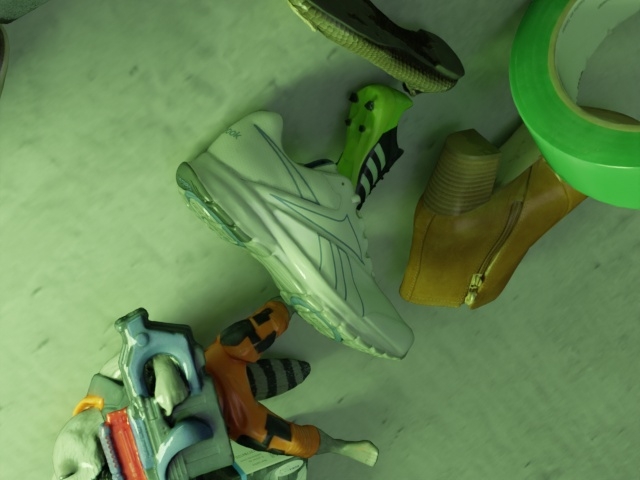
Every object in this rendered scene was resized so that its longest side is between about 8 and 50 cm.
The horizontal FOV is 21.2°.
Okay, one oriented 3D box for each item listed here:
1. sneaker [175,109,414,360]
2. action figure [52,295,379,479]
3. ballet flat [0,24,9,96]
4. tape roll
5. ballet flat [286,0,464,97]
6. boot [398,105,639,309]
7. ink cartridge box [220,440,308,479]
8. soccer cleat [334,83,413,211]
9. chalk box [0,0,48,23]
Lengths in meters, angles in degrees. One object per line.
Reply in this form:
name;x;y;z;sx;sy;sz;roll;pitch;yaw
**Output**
sneaker;0.000;0.000;1.638;0.129;0.111;0.297;-48;113;-13
action figure;-0.113;0.209;1.712;0.330;0.178;0.341;-12;102;-26
ballet flat;-0.328;-0.077;1.407;0.248;0.086;0.086;-51;137;6
tape roll;0.348;-0.181;1.680;0.321;0.321;0.077;-43;138;-5
ballet flat;0.045;-0.189;1.623;0.058;0.084;0.250;-38;146;26
boot;0.224;-0.030;1.867;0.295;0.104;0.211;-8;130;-28
ink cartridge box;-0.101;0.368;1.913;0.165;0.065;0.332;-19;131;-28
soccer cleat;0.043;-0.070;1.712;0.072;0.060;0.179;5;114;-43
chalk box;-0.271;-0.238;1.211;0.132;0.132;0.213;-23;173;31
